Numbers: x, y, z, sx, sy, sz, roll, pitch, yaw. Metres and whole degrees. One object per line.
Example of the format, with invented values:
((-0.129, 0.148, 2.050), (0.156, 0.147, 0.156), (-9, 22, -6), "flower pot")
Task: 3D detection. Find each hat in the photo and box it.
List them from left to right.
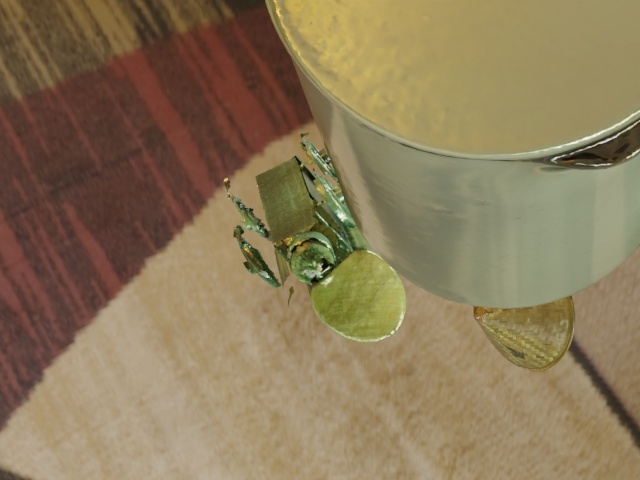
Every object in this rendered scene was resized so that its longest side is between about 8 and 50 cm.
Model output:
((0.178, 0.068, 1.388), (0.067, 0.146, 0.146), (-14, 60, -34), "hat")

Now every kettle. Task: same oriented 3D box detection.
((0.088, -0.119, 0.702), (0.205, 0.318, 0.265), (1, 79, 10), "kettle")

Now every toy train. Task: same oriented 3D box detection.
((-0.006, 0.006, 1.450), (0.126, 0.307, 0.189), (-31, 107, 3), "toy train")
